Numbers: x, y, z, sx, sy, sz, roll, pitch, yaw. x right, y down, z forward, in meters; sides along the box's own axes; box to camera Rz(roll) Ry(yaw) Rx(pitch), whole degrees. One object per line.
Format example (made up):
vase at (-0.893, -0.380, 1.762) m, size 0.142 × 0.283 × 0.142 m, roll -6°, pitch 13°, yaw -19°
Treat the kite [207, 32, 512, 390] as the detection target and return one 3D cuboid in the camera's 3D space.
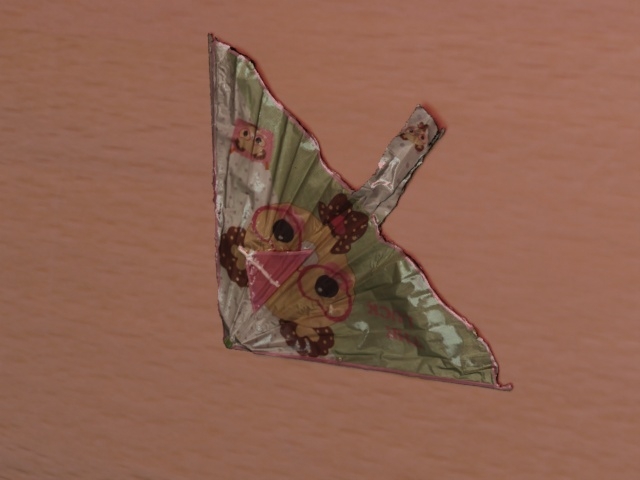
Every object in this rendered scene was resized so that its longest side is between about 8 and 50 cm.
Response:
kite at (0.000, 0.000, 1.169) m, size 0.323 × 0.013 × 0.268 m, roll 52°, pitch 127°, yaw 8°
